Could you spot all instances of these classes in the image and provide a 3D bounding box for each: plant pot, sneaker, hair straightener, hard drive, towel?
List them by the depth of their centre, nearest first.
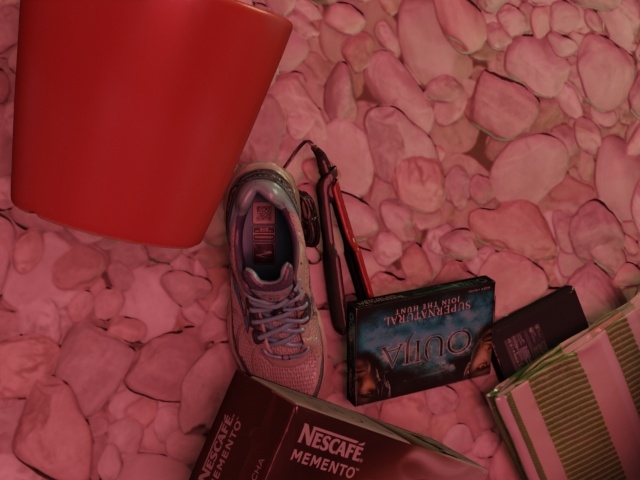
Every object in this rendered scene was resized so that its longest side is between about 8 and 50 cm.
[{"bbox_3d":[-0.185,-0.133,1.062,0.274,0.275,0.243,13,96,-18],"label":"plant pot"},{"bbox_3d":[-0.057,0.059,1.154,0.110,0.122,0.283,-11,99,-1],"label":"sneaker"},{"bbox_3d":[0.000,0.000,1.223,0.089,0.047,0.230,-17,101,-17],"label":"hair straightener"},{"bbox_3d":[0.273,0.126,1.332,0.135,0.022,0.094,-25,98,-17],"label":"hard drive"},{"bbox_3d":[0.376,0.205,1.349,0.324,0.038,0.248,-31,109,-18],"label":"towel"}]

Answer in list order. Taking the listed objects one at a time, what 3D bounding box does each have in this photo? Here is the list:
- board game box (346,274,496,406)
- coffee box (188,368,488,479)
[{"bbox_3d":[0.118,0.116,1.250,0.186,0.026,0.126,-10,112,-23],"label":"board game box"},{"bbox_3d":[0.018,0.268,1.147,0.297,0.119,0.168,26,86,-36],"label":"coffee box"}]
